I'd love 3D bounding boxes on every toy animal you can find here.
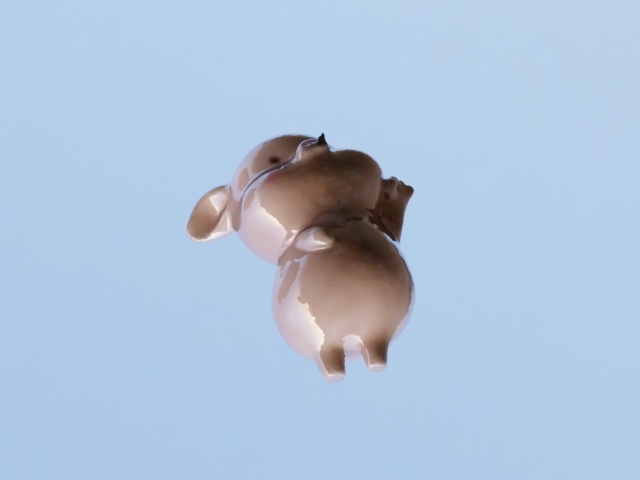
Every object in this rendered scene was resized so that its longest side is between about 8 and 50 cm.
[{"bbox_3d":[-0.003,0.005,0.890,0.083,0.089,0.150,19,-146,-37],"label":"toy animal"}]
